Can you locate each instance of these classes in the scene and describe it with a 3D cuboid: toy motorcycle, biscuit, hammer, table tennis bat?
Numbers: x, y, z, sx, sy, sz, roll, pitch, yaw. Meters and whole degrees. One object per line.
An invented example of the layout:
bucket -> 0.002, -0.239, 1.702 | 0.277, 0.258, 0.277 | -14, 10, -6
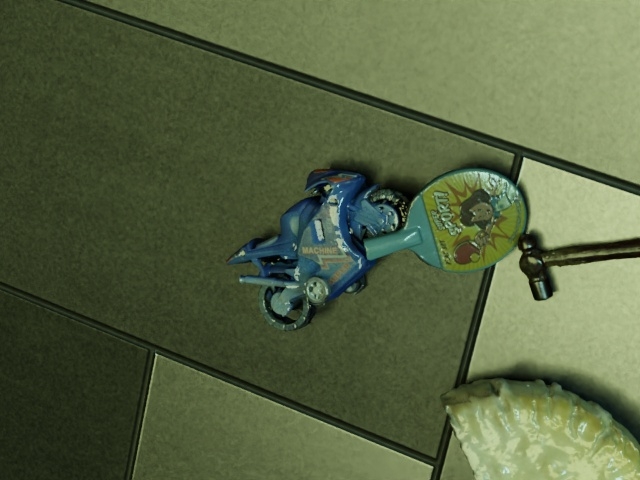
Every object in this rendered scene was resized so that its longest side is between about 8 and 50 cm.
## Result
toy motorcycle -> 0.000, 0.000, 1.667 | 0.205, 0.076, 0.114 | -41, 77, 30
biscuit -> 0.232, 0.240, 1.612 | 0.179, 0.084, 0.281 | -33, 88, 30
hammer -> 0.267, 0.014, 1.570 | 0.178, 0.021, 0.065 | -9, 105, 24
table tennis bat -> 0.115, -0.013, 1.601 | 0.155, 0.019, 0.100 | -15, 109, 2
